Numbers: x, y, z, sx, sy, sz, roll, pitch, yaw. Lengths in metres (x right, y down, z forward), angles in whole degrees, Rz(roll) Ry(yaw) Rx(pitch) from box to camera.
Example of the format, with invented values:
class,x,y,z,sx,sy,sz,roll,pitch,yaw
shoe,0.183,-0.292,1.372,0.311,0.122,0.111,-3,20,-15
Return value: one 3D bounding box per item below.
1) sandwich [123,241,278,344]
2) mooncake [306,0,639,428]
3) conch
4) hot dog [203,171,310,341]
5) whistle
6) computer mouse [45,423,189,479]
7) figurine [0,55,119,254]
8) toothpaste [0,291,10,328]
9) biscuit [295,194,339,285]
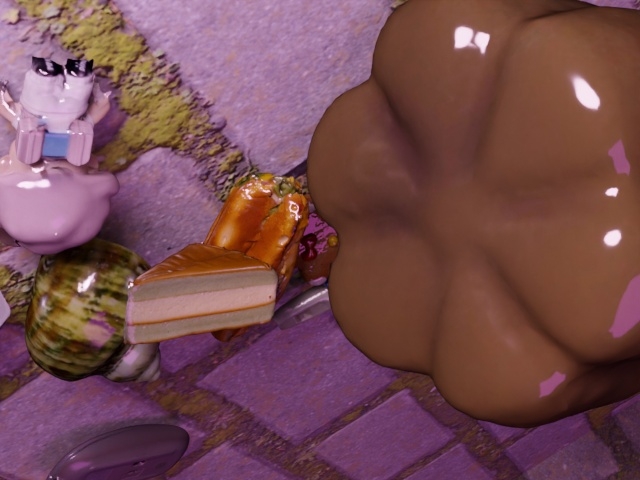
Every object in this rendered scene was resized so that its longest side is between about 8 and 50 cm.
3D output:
class,x,y,z,sx,sy,sz,roll,pitch,yaw
sandwich,-0.128,0.066,1.156,0.163,0.113,0.079,-37,136,-66
mooncake,0.209,-0.036,1.114,0.262,0.467,0.467,-9,144,-43
conch,-0.246,0.092,1.189,0.187,0.124,0.181,-29,147,33
hot dog,-0.087,0.023,1.264,0.072,0.115,0.269,-43,170,-50
whistle,0.046,0.056,1.447,0.244,0.092,0.110,-30,152,-4
computer mouse,-0.302,0.324,1.567,0.232,0.057,0.120,-4,140,-43
figurine,-0.253,-0.066,0.984,0.137,0.112,0.229,-5,131,-30
toothpaste,-0.471,0.172,1.174,0.125,0.080,0.371,7,138,-48
biscuit,0.000,0.001,1.343,0.205,0.031,0.138,-12,127,-12
